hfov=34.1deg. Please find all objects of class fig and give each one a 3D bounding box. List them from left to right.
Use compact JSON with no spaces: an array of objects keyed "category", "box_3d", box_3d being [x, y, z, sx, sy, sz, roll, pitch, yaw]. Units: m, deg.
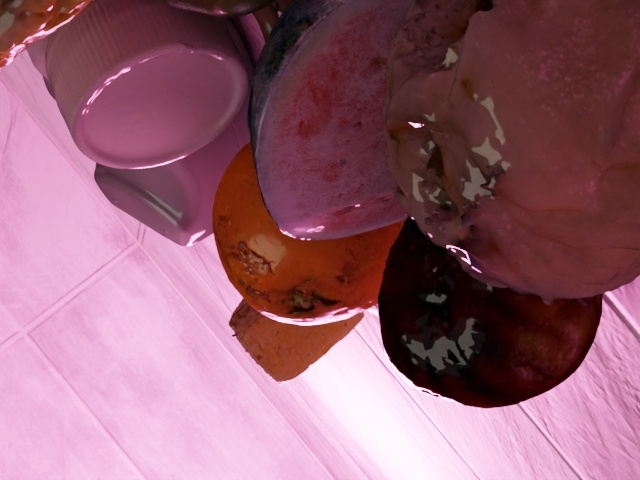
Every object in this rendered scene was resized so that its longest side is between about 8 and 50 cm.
[{"category":"fig","box_3d":[0.160,0.050,0.972,0.224,0.224,0.263,43,168,24]}]

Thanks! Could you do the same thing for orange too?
[{"category":"orange","box_3d":[-0.003,-0.025,1.205,0.246,0.246,0.246,45,162,19]}]

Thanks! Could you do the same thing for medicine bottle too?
[{"category":"medicine bottle","box_3d":[-0.233,-0.276,1.136,0.211,0.211,0.371,84,161,-61]}]

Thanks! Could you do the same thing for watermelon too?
[{"category":"watermelon","box_3d":[0.004,-0.139,0.974,0.175,0.188,0.322,-119,22,-44]}]

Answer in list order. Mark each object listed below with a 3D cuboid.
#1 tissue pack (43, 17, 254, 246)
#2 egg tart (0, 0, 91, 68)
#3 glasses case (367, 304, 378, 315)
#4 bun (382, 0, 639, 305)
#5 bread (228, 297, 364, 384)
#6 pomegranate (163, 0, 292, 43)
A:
[{"category":"tissue pack","box_3d":[-0.194,-0.175,1.390,0.229,0.236,0.333,31,156,28]},{"category":"egg tart","box_3d":[-0.268,-0.358,0.884,0.178,0.443,0.443,21,-178,-35]},{"category":"glasses case","box_3d":[0.000,0.000,1.502,0.314,0.075,0.122,39,161,34]},{"category":"bun","box_3d":[0.152,-0.077,0.735,0.281,0.205,0.281,44,163,17]},{"category":"bread","box_3d":[-0.044,0.122,1.670,0.138,0.196,0.102,52,167,-21]},{"category":"pomegranate","box_3d":[-0.079,-0.277,0.982,0.181,0.181,0.224,37,172,38]}]
